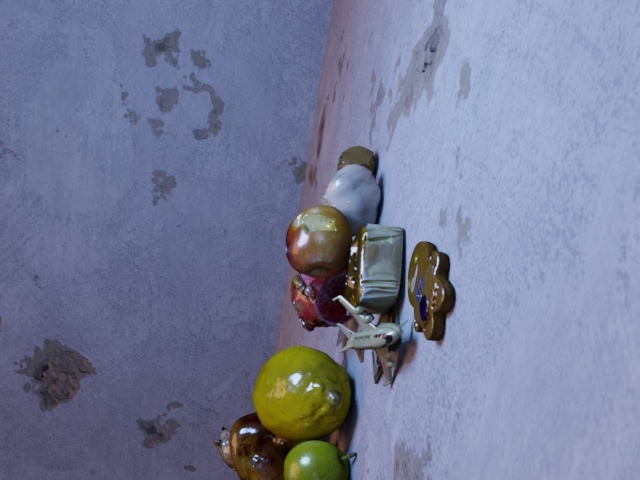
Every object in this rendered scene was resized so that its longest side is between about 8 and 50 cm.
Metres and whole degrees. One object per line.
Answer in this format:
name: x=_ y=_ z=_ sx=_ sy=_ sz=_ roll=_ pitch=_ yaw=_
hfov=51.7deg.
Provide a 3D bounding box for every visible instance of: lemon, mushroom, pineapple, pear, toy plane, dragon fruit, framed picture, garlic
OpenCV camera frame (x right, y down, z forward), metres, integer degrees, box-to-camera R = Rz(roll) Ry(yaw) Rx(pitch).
lemon: x=-0.050 y=0.428 z=1.857 sx=0.316 sy=0.285 sz=0.285 roll=108 pitch=166 yaw=-49
mushroom: x=-0.181 y=0.733 z=2.211 sx=0.260 sy=0.345 sz=0.345 roll=-34 pitch=32 yaw=21
pineapple: x=0.099 y=-0.160 z=1.971 sx=0.125 sy=0.125 sz=0.251 roll=-92 pitch=6 yaw=-46
pear: x=0.008 y=0.603 z=1.747 sx=0.180 sy=0.216 sz=0.166 roll=50 pitch=-166 yaw=-40
toy plane: x=0.116 y=0.212 z=1.449 sx=0.229 sy=0.092 sz=0.244 roll=58 pitch=148 yaw=0
dragon fruit: x=0.027 y=0.136 z=1.848 sx=0.282 sy=0.211 sz=0.147 roll=-64 pitch=23 yaw=3
framed picture: x=0.153 y=0.233 z=1.576 sx=0.201 sy=0.010 sz=0.136 roll=108 pitch=165 yaw=-46
garlic: x=0.100 y=-0.096 z=1.817 sx=0.143 sy=0.178 sz=0.229 roll=45 pitch=154 yaw=39

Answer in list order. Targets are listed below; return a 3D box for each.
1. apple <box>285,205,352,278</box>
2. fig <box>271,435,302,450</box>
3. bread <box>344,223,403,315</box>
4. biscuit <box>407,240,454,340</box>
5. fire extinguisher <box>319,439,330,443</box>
apple: x=0.000 y=0.000 z=1.716 sx=0.199 sy=0.199 sz=0.199 roll=-172 pitch=90 yaw=-81
fig: x=-0.071 y=0.529 z=2.108 sx=0.224 sy=0.224 sz=0.263 roll=128 pitch=139 yaw=-72
bread: x=0.118 y=0.072 z=1.572 sx=0.192 sy=0.110 sz=0.209 roll=117 pitch=162 yaw=-69
biscuit: x=0.207 y=0.092 z=1.296 sx=0.236 sy=0.039 sz=0.179 roll=-98 pitch=17 yaw=-64
fire extinguisher: x=0.003 y=0.675 z=1.983 sx=0.099 sy=0.071 sz=0.231 roll=50 pitch=138 yaw=39
